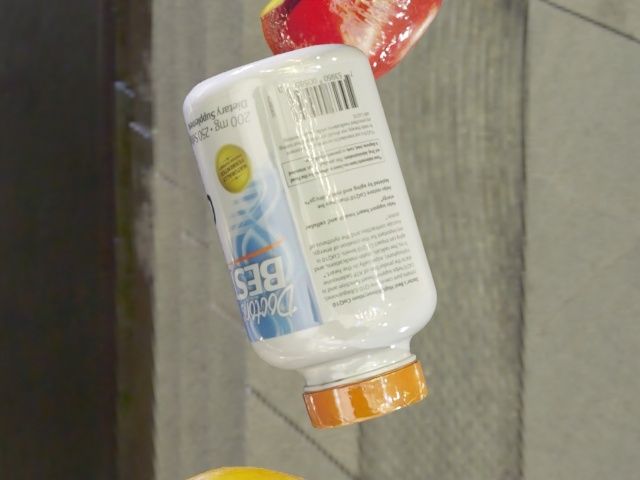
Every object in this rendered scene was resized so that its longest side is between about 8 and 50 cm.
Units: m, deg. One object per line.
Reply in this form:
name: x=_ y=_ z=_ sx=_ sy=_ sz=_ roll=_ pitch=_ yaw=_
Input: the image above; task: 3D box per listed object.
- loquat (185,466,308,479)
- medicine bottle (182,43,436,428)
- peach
loquat: x=-0.044 y=0.212 z=0.780 sx=0.187 sy=0.234 sz=0.176 roll=-24 pitch=79 yaw=18
medicine bottle: x=0.000 y=0.000 z=1.159 sx=0.157 sy=0.157 sz=0.288 roll=-17 pitch=89 yaw=47
peach: x=0.024 y=-0.248 z=1.621 sx=0.158 sy=0.154 sz=0.267 roll=50 pitch=136 yaw=-7
